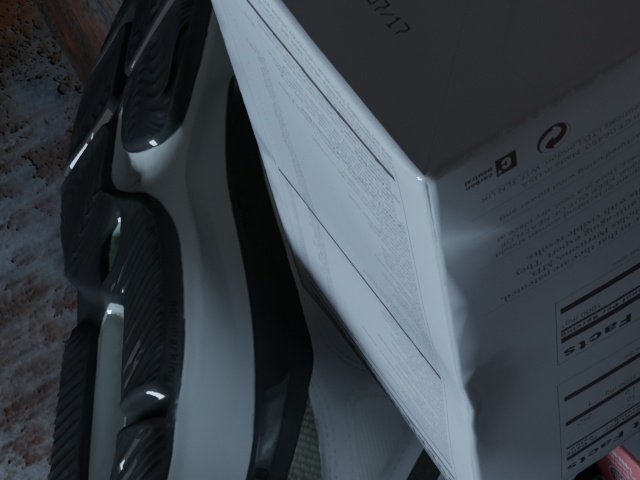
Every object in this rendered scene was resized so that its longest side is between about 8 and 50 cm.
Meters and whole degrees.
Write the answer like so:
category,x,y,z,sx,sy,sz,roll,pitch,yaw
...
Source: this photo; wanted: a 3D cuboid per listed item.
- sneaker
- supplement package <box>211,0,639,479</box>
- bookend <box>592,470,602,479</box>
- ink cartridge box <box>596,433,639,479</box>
category,x,y,z,sx,sy,sz,roll,pitch,yaw
sneaker,0.015,0.002,0.810,0.169,0.257,0.447,-51,29,41
supplement package,0.063,-0.032,0.537,0.139,0.134,0.244,54,169,30
bookend,0.101,0.144,0.851,0.157,0.156,0.072,59,172,2
ink cartridge box,0.188,0.153,0.688,0.115,0.067,0.198,47,164,54
